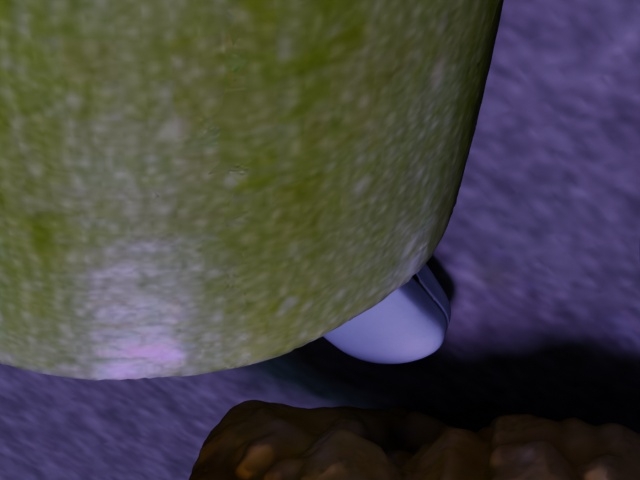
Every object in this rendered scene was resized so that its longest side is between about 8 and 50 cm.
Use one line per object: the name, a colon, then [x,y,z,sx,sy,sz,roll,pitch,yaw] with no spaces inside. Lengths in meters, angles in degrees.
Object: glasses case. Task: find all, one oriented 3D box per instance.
glasses case: [0.000,0.000,0.785,0.067,0.045,0.178,-15,129,36]

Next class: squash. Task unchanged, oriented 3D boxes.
squash: [-0.057,-0.165,0.442,0.263,0.263,0.384,15,141,7]

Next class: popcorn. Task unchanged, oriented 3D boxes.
popcorn: [0.083,0.189,0.844,0.332,0.225,0.265,24,164,7]
